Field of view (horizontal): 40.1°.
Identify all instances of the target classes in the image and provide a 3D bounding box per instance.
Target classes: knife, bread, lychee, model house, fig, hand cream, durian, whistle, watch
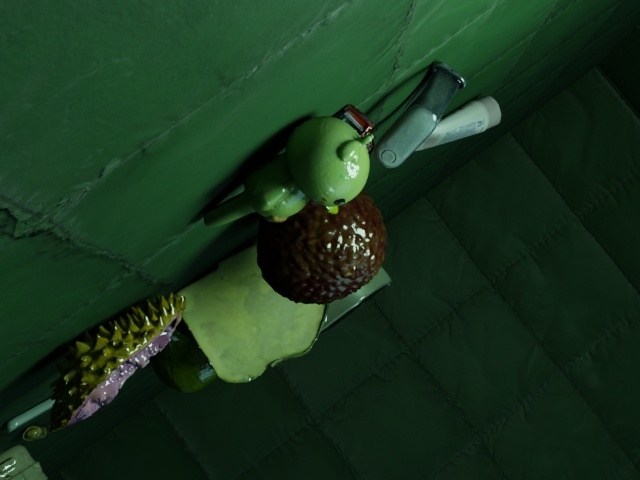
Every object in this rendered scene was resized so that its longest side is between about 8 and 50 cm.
[{"bbox_3d":[-0.615,0.371,1.894,0.044,0.023,0.162,-44,171,33],"label":"knife"},{"bbox_3d":[-0.692,0.465,2.118,0.049,0.033,0.088,-22,168,-6],"label":"bread"},{"bbox_3d":[0.000,0.000,1.631,0.260,0.260,0.260,-37,174,-4],"label":"lychee"},{"bbox_3d":[-0.144,0.162,1.938,0.321,0.261,0.266,-30,175,-10],"label":"model house"},{"bbox_3d":[-0.325,0.236,2.050,0.203,0.203,0.235,-37,135,-4],"label":"fig"},{"bbox_3d":[0.332,-0.286,2.215,0.248,0.083,0.133,-23,169,-20],"label":"hand cream"},{"bbox_3d":[-0.371,0.190,1.573,0.341,0.112,0.191,-43,169,-28],"label":"durian"},{"bbox_3d":[-0.038,-0.076,1.300,0.294,0.141,0.141,-39,174,28],"label":"whistle"},{"bbox_3d":[0.174,-0.223,1.559,0.206,0.068,0.193,-51,-175,39],"label":"watch"}]

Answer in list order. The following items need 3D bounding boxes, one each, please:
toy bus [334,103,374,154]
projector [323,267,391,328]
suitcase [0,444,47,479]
[{"bbox_3d":[0.043,-0.161,1.462,0.096,0.073,0.235,-46,174,0],"label":"toy bus"},{"bbox_3d":[-0.002,0.089,2.238,0.248,0.249,0.248,-39,173,22],"label":"projector"},{"bbox_3d":[-0.781,0.593,1.852,0.339,0.194,0.351,-34,177,44],"label":"suitcase"}]
